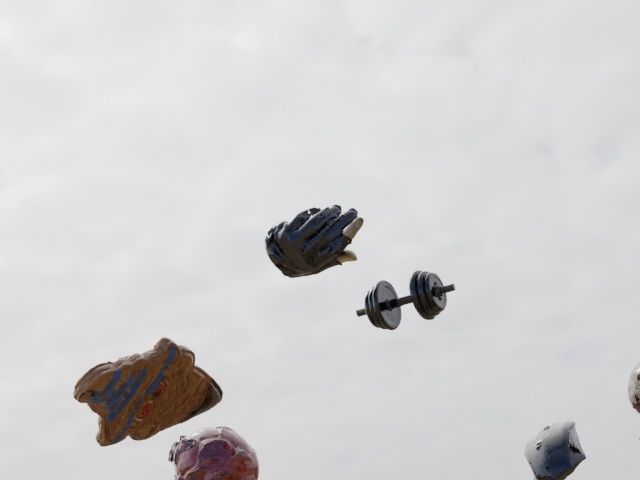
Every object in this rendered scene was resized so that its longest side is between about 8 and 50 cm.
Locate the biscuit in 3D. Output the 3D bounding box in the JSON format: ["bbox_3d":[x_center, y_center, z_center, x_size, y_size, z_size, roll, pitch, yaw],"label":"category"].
[{"bbox_3d":[-0.239,0.223,1.644,0.280,0.043,0.183,18,-71,-49],"label":"biscuit"}]

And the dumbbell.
[{"bbox_3d":[0.159,0.113,2.153,0.208,0.099,0.099,-17,-21,29],"label":"dumbbell"}]

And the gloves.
[{"bbox_3d":[-0.002,-0.001,2.141,0.180,0.129,0.106,-27,-4,28],"label":"gloves"}]

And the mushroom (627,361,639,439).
[{"bbox_3d":[0.582,0.263,1.957,0.080,0.171,0.135,17,2,-30],"label":"mushroom"}]

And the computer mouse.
[{"bbox_3d":[0.381,0.340,1.889,0.099,0.057,0.172,-33,11,21],"label":"computer mouse"}]

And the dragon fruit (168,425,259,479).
[{"bbox_3d":[-0.212,0.463,2.312,0.172,0.209,0.172,-31,-35,-24],"label":"dragon fruit"}]
